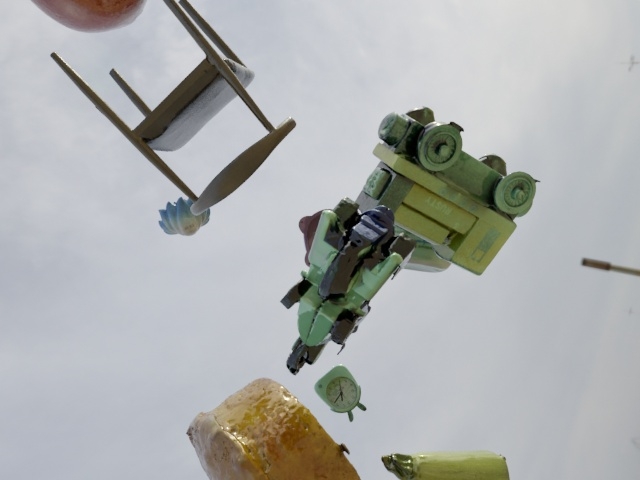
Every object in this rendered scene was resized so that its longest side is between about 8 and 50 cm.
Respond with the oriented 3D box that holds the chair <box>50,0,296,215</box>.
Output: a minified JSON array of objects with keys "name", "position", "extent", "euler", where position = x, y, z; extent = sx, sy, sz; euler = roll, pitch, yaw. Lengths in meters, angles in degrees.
[{"name":"chair","position":[-0.175,-0.185,0.699],"extent":[0.188,0.272,0.166],"euler":[-40,4,11]}]

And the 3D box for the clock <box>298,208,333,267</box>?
[{"name":"clock","position":[0.000,0.000,1.323],"extent":[0.110,0.050,0.152],"euler":[-9,-91,-15]}]

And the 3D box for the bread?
[{"name":"bread","position":[-0.090,0.450,0.994],"extent":[0.215,0.398,0.397],"euler":[-35,-52,-23]}]

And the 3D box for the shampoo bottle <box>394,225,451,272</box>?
[{"name":"shampoo bottle","position":[0.272,-0.097,1.382],"extent":[0.151,0.222,0.349],"euler":[65,-147,-79]}]

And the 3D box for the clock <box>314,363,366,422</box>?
[{"name":"clock","position":[0.055,0.393,1.324],"extent":[0.101,0.135,0.041],"euler":[-35,-18,-15]}]

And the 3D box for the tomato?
[{"name":"tomato","position":[-0.483,-0.563,1.085],"extent":[0.265,0.265,0.264],"euler":[-20,-64,-49]}]

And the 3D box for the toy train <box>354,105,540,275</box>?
[{"name":"toy train","position":[0.255,-0.098,1.069],"extent":[0.397,0.160,0.253],"euler":[25,-73,-24]}]

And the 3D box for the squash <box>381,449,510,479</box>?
[{"name":"squash","position":[0.275,0.546,1.209],"extent":[0.137,0.288,0.137],"euler":[-174,90,-87]}]

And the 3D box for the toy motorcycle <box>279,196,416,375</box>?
[{"name":"toy motorcycle","position":[0.031,0.079,0.795],"extent":[0.196,0.125,0.331],"euler":[-47,-15,-39]}]

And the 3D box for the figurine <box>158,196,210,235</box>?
[{"name":"figurine","position":[-0.283,-0.056,1.077],"extent":[0.115,0.079,0.114],"euler":[-12,-40,-11]}]
